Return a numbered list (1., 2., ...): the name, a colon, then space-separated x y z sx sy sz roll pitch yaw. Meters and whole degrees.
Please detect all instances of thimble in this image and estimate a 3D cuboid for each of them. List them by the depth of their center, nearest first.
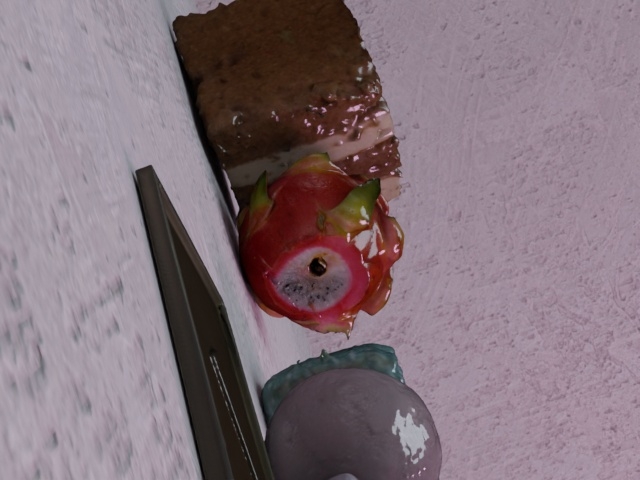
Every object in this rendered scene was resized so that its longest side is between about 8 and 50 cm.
1. thimble: 0.036 0.212 1.103 0.198 0.143 0.235 -111 -179 -73

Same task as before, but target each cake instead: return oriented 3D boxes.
1. cake: -0.046 -0.184 1.598 0.290 0.256 0.282 80 -9 -55

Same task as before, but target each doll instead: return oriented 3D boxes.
1. doll: 0.033 0.214 0.823 0.287 0.151 0.151 -100 173 -58

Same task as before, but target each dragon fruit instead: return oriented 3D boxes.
1. dragon fruit: -0.001 0.001 1.435 0.227 0.224 0.224 -93 167 -55

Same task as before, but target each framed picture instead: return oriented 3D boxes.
1. framed picture: -0.060 0.100 0.720 0.189 0.023 0.260 72 0 -58
